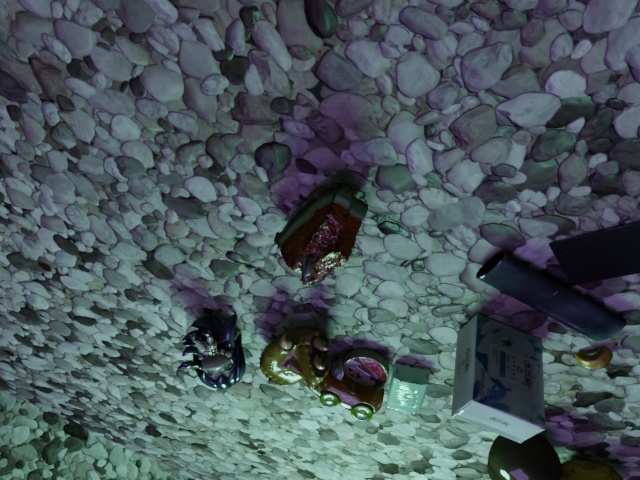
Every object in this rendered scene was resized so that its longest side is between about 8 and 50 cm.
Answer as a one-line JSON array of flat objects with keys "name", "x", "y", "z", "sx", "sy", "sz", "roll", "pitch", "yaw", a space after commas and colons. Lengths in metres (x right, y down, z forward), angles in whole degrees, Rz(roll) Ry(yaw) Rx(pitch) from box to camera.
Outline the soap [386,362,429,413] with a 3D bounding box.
[{"name": "soap", "x": 0.278, "y": 0.478, "z": 1.928, "sx": 0.114, "sy": 0.063, "sz": 0.198, "roll": 10, "pitch": 138, "yaw": 7}]

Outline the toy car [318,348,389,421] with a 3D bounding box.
[{"name": "toy car", "x": 0.116, "y": 0.432, "z": 1.904, "sx": 0.235, "sy": 0.145, "sz": 0.235, "roll": 4, "pitch": 118, "yaw": 7}]

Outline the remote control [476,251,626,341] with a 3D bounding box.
[{"name": "remote control", "x": 0.569, "y": 0.143, "z": 1.480, "sx": 0.377, "sy": 0.044, "sz": 0.107, "roll": 27, "pitch": 133, "yaw": -11}]

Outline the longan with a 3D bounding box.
[{"name": "longan", "x": 0.655, "y": 0.731, "z": 1.953, "sx": 0.246, "sy": 0.215, "sz": 0.246, "roll": 7, "pitch": 114, "yaw": 16}]

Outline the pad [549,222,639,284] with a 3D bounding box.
[{"name": "pad", "x": 0.671, "y": 0.026, "z": 1.347, "sx": 0.265, "sy": 0.009, "sz": 0.159, "roll": -16, "pitch": 129, "yaw": 35}]

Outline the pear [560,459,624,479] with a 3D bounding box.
[{"name": "pear", "x": 0.871, "y": 0.863, "z": 1.969, "sx": 0.280, "sy": 0.281, "sz": 0.281, "roll": 10, "pitch": 138, "yaw": 9}]

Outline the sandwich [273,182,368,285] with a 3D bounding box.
[{"name": "sandwich", "x": 0.005, "y": -0.013, "z": 1.408, "sx": 0.109, "sy": 0.212, "sz": 0.292, "roll": 21, "pitch": 127, "yaw": -26}]

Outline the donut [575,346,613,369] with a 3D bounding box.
[{"name": "donut", "x": 0.731, "y": 0.311, "z": 1.615, "sx": 0.083, "sy": 0.067, "sz": 0.038, "roll": 20, "pitch": 159, "yaw": 51}]

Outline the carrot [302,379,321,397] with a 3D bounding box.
[{"name": "carrot", "x": -0.034, "y": 0.494, "z": 2.075, "sx": 0.254, "sy": 0.049, "sz": 0.049, "roll": 41, "pitch": 134, "yaw": -18}]

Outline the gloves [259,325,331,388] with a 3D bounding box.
[{"name": "gloves", "x": -0.069, "y": 0.354, "z": 1.849, "sx": 0.203, "sy": 0.155, "sz": 0.356, "roll": 40, "pitch": 150, "yaw": -13}]

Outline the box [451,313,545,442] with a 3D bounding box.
[{"name": "box", "x": 0.466, "y": 0.357, "z": 1.572, "sx": 0.203, "sy": 0.274, "sz": 0.116, "roll": 23, "pitch": 137, "yaw": -6}]

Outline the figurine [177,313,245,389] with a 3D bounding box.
[{"name": "figurine", "x": -0.335, "y": 0.352, "z": 1.917, "sx": 0.175, "sy": 0.197, "sz": 0.265, "roll": 4, "pitch": 116, "yaw": 17}]
